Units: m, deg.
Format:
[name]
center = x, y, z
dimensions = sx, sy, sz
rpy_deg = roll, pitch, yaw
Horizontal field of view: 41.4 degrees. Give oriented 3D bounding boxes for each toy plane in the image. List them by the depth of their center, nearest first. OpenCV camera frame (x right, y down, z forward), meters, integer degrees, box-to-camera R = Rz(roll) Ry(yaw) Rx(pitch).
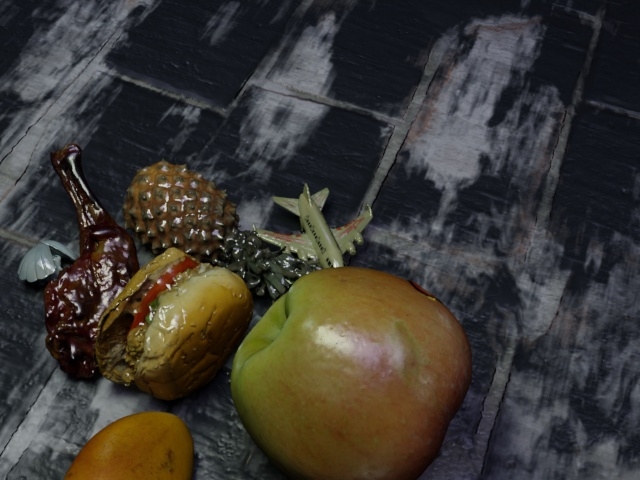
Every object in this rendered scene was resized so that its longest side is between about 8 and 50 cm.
[toy plane]
center = 0.000, 0.000, 1.523
dimensions = 0.229, 0.092, 0.244
rpy_deg = -10, 55, -17

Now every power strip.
[power strip]
center = -0.118, 0.183, 1.414
dimensions = 0.051, 0.019, 0.136
rpy_deg = 26, 54, 11

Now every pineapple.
[pineapple]
center = -0.170, -0.004, 1.457
dimensions = 0.361, 0.175, 0.175
rpy_deg = 27, 54, 15

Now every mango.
[mango]
center = -0.266, 0.331, 1.202
dimensions = 0.154, 0.126, 0.252
rpy_deg = 32, 35, 10

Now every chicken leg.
[chicken leg]
center = -0.388, 0.032, 1.422
dimensions = 0.158, 0.096, 0.407
rpy_deg = 4, 69, -31

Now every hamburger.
[hamburger]
center = -0.226, 0.135, 1.310
dimensions = 0.163, 0.244, 0.244
rpy_deg = 31, 55, 13

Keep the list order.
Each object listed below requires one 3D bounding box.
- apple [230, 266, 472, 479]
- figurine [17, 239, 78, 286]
[apple]
center = 0.037, 0.191, 1.220
dimensions = 0.305, 0.338, 0.338
rpy_deg = 32, 55, 1
[figurine]
center = -0.473, 0.044, 1.454
dimensions = 0.094, 0.082, 0.086
rpy_deg = 9, 65, 30
